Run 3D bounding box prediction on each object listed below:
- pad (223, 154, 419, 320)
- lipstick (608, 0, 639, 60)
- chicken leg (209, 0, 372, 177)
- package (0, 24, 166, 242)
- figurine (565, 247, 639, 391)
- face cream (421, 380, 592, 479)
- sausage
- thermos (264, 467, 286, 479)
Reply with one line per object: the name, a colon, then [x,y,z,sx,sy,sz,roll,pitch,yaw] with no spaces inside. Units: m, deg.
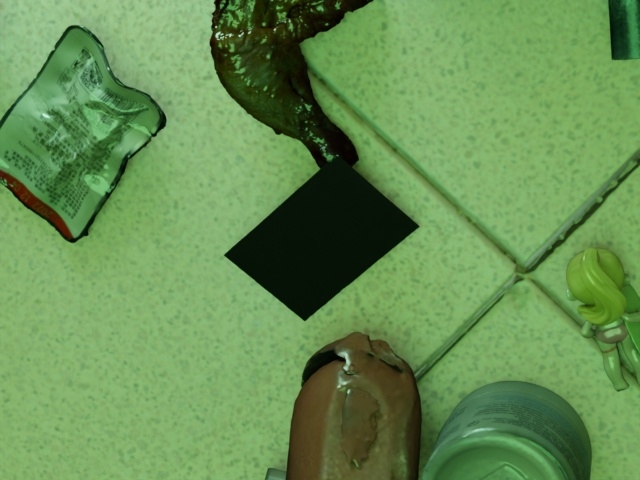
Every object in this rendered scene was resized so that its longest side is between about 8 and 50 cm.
pad: [0.000,0.000,1.920,0.127,0.004,0.190,41,118,-18]
lipstick: [0.315,-0.304,1.756,0.053,0.053,0.234,-4,103,15]
chicken leg: [-0.032,-0.223,1.859,0.177,0.083,0.323,4,104,-6]
package: [-0.284,-0.123,1.971,0.166,0.040,0.232,41,119,4]
figurine: [0.317,0.085,1.857,0.083,0.083,0.187,-13,111,17]
face cream: [0.206,0.261,1.889,0.177,0.153,0.177,4,106,15]
sausage: [0.036,0.243,1.890,0.152,0.152,0.280,-1,69,15]
thermos: [0.019,0.347,1.999,0.193,0.105,0.137,12,132,1]
